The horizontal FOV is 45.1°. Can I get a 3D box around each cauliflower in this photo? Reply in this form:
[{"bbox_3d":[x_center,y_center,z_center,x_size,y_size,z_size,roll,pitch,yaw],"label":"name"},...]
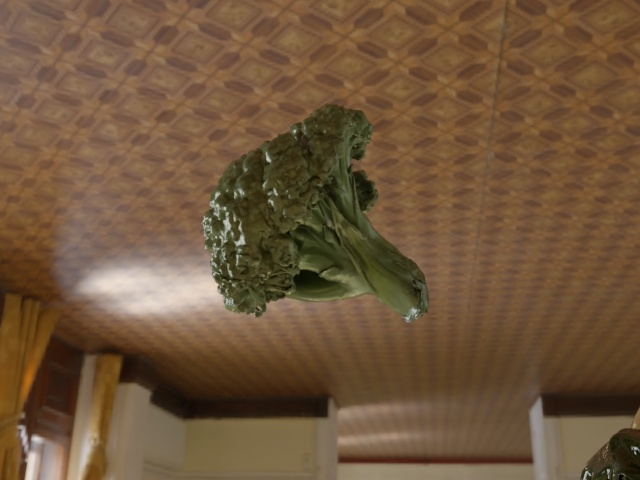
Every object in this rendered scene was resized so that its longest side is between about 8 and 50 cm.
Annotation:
[{"bbox_3d":[-0.012,-0.018,1.019,0.281,0.260,0.327,27,123,-25],"label":"cauliflower"}]

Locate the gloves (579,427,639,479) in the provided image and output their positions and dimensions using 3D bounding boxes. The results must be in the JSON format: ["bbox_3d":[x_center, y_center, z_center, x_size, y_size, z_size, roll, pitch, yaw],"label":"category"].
[{"bbox_3d":[0.304,0.221,0.696,0.135,0.107,0.268,13,140,-22],"label":"gloves"}]

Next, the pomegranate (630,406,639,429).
[{"bbox_3d":[0.649,0.341,1.247,0.319,0.319,0.319,1,158,0],"label":"pomegranate"}]
